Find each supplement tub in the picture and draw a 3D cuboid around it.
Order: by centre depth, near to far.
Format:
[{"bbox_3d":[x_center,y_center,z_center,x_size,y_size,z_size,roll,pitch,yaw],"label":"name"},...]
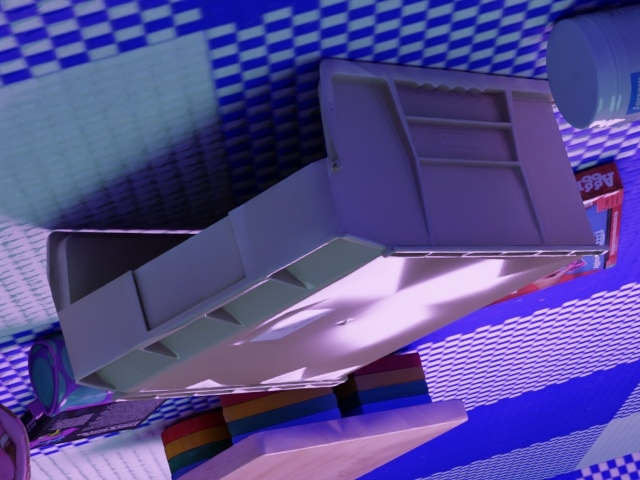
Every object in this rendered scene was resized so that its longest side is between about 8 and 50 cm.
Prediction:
[{"bbox_3d":[0.199,-0.109,1.203,0.107,0.071,0.071,-13,165,-19],"label":"supplement tub"}]

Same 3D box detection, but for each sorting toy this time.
[{"bbox_3d":[-0.031,0.195,2.019,0.255,0.089,0.257,-6,162,-36],"label":"sorting toy"}]

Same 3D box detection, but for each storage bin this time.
[{"bbox_3d":[0.000,0.000,1.280,0.262,0.123,0.260,-28,161,38],"label":"storage bin"}]

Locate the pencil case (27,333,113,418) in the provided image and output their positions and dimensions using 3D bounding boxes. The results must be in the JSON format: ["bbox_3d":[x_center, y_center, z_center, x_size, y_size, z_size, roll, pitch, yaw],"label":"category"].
[{"bbox_3d":[-0.154,0.099,1.574,0.151,0.064,0.070,-7,137,-32],"label":"pencil case"}]

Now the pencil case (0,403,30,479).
[{"bbox_3d":[-0.331,0.232,1.692,0.160,0.167,0.386,17,159,-5],"label":"pencil case"}]

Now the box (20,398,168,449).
[{"bbox_3d":[-0.198,0.145,1.770,0.116,0.029,0.162,-9,162,-26],"label":"box"}]

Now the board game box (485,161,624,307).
[{"bbox_3d":[0.180,0.002,1.677,0.145,0.027,0.281,-17,165,3],"label":"board game box"}]
